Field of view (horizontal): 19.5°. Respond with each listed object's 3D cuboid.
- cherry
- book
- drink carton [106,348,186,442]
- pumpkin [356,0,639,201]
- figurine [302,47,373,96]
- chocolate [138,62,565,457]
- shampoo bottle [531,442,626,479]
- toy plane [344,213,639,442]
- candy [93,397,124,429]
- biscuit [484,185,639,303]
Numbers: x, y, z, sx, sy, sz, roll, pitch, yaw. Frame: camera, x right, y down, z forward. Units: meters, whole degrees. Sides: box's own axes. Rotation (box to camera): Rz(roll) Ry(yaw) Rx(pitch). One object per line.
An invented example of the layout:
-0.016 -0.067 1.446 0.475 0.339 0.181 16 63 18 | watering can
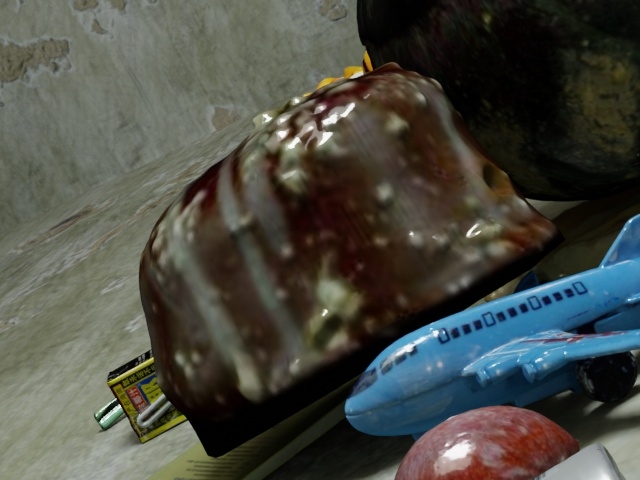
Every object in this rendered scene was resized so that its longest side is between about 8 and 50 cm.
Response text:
0.055 0.171 1.106 0.225 0.090 0.107 -31 4 -7 | cherry
-0.057 0.168 1.573 0.192 0.013 0.168 -34 13 -28 | book
-0.115 0.120 1.772 0.165 0.071 0.056 -29 9 0 | drink carton
0.233 -0.240 1.567 0.454 0.344 0.454 -54 2 3 | pumpkin
0.053 -0.054 1.835 0.323 0.196 0.320 -79 12 -62 | figurine
0.000 0.000 1.448 0.340 0.210 0.225 -33 -4 22 | chocolate
0.070 0.192 1.020 0.227 0.056 0.086 -32 5 5 | shampoo bottle
0.145 0.073 1.292 0.271 0.105 0.254 -31 11 -8 | toy plane
-0.126 0.107 1.915 0.262 0.073 0.077 -39 -4 -18 | candy
0.279 -0.023 1.549 0.299 0.045 0.154 -21 14 35 | biscuit
